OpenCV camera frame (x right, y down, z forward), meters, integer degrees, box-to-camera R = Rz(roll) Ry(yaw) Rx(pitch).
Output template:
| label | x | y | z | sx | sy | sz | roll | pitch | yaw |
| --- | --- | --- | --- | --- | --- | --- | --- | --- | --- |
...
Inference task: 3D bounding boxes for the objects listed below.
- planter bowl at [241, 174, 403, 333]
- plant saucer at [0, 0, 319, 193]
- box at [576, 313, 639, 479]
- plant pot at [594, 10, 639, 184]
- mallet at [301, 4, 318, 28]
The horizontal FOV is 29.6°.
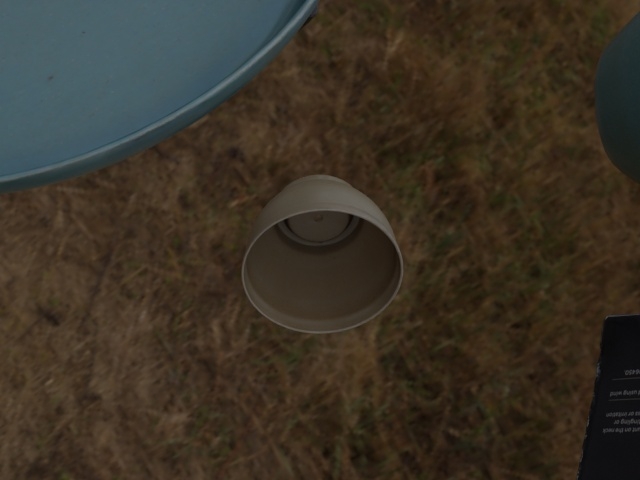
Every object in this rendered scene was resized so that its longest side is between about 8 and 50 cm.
| label | x | y | z | sx | sy | sz | roll | pitch | yaw |
| --- | --- | --- | --- | --- | --- | --- | --- | --- | --- |
| planter bowl | 0.000 | 0.000 | 1.249 | 0.162 | 0.162 | 0.109 | 34 | 30 | -26 |
| plant saucer | -0.135 | -0.139 | 0.571 | 0.044 | 0.317 | 0.318 | 73 | 13 | -54 |
| box | 0.350 | 0.257 | 0.895 | 0.343 | 0.179 | 0.313 | 30 | 67 | -34 |
| plant pot | 0.399 | -0.149 | 1.252 | 0.290 | 0.195 | 0.290 | 7 | 81 | -56 |
| mallet | -0.084 | -0.195 | 1.182 | 0.189 | 0.062 | 0.039 | -32 | 92 | -34 |
